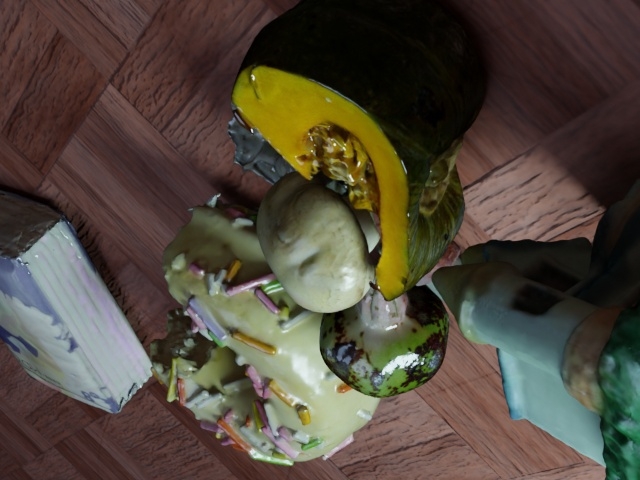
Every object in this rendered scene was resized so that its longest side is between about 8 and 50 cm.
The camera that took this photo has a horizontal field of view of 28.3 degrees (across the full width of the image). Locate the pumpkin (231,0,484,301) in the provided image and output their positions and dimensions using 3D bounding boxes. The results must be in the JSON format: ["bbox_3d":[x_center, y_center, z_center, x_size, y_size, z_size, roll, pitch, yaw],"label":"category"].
[{"bbox_3d":[0.031,-0.093,1.112,0.190,0.139,0.280,26,144,20],"label":"pumpkin"}]

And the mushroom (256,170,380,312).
[{"bbox_3d":[0.000,0.000,1.212,0.148,0.112,0.148,-23,-90,-87],"label":"mushroom"}]

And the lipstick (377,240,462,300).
[{"bbox_3d":[0.144,0.051,1.257,0.186,0.057,0.063,44,148,-14],"label":"lipstick"}]

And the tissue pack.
[{"bbox_3d":[-0.414,0.092,1.902,0.242,0.125,0.344,15,141,39],"label":"tissue pack"}]

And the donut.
[{"bbox_3d":[-0.072,0.137,1.526,0.307,0.150,0.371,37,150,9],"label":"donut"}]

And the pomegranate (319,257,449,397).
[{"bbox_3d":[0.065,0.081,1.317,0.138,0.125,0.163,-6,114,0],"label":"pomegranate"}]

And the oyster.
[{"bbox_3d":[-0.032,-0.086,1.285,0.165,0.053,0.108,43,133,14],"label":"oyster"}]

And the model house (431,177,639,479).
[{"bbox_3d":[0.212,0.030,0.966,0.325,0.267,0.194,26,142,48],"label":"model house"}]
